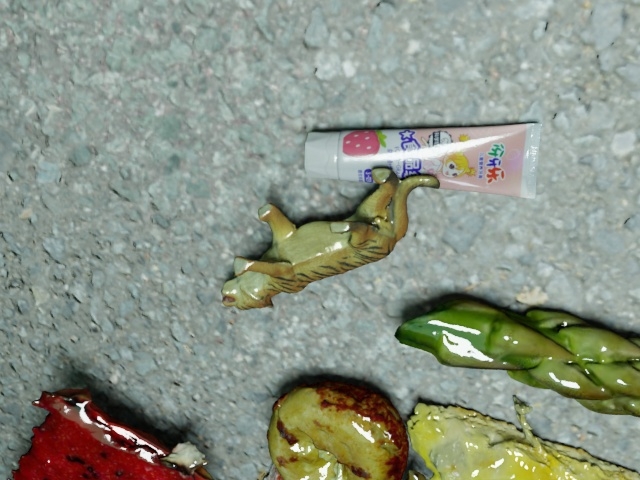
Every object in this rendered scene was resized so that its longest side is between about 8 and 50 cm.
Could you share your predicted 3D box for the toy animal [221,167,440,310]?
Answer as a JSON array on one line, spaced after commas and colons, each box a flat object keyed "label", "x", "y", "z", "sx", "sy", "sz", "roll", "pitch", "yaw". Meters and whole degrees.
[{"label": "toy animal", "x": 0.000, "y": 0.000, "z": 0.710, "sx": 0.241, "sy": 0.057, "sz": 0.099, "roll": -23, "pitch": 150, "yaw": 18}]

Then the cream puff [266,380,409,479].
[{"label": "cream puff", "x": 0.020, "y": 0.196, "z": 0.788, "sx": 0.149, "sy": 0.084, "sz": 0.149, "roll": 9, "pitch": 115, "yaw": 20}]

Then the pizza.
[{"label": "pizza", "x": 0.187, "y": 0.271, "z": 0.778, "sx": 0.287, "sy": 0.075, "sz": 0.280, "roll": 39, "pitch": 117, "yaw": -3}]

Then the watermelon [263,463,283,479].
[{"label": "watermelon", "x": -0.037, "y": 0.315, "z": 0.849, "sx": 0.098, "sy": 0.121, "sz": 0.158, "roll": -27, "pitch": 101, "yaw": 47}]

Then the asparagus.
[{"label": "asparagus", "x": 0.212, "y": 0.101, "z": 0.696, "sx": 0.287, "sy": 0.080, "sz": 0.080, "roll": 19, "pitch": 117, "yaw": 11}]

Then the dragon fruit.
[{"label": "dragon fruit", "x": -0.224, "y": 0.316, "z": 0.904, "sx": 0.282, "sy": 0.100, "sz": 0.343, "roll": 33, "pitch": 121, "yaw": -2}]

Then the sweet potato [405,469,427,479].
[{"label": "sweet potato", "x": 0.096, "y": 0.325, "z": 0.828, "sx": 0.069, "sy": 0.059, "sz": 0.250, "roll": 13, "pitch": 127, "yaw": 7}]

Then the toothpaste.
[{"label": "toothpaste", "x": 0.085, "y": -0.069, "z": 0.676, "sx": 0.194, "sy": 0.043, "sz": 0.067, "roll": 2, "pitch": 117, "yaw": 10}]
